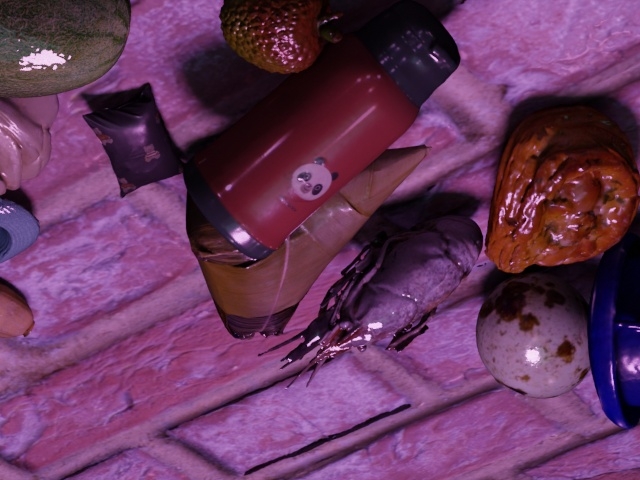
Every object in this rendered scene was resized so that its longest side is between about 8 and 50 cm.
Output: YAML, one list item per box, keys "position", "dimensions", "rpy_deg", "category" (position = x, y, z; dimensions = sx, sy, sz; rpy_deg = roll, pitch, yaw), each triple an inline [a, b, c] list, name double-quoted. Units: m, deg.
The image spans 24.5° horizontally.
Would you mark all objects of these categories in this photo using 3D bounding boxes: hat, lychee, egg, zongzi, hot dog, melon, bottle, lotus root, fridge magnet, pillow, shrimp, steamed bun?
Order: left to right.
- position: [-0.417, -0.116, 1.696]
  dimensions: [0.218, 0.144, 0.211]
  rpy_deg: [8, 140, -16]
  category: "steamed bun"
- position: [-0.459, -0.012, 1.886]
  dimensions: [0.191, 0.078, 0.138]
  rpy_deg: [-24, 150, -6]
  category: "hat"
- position: [-0.340, -0.238, 1.521]
  dimensions: [0.287, 0.182, 0.182]
  rpy_deg: [2, 141, -11]
  category: "melon"
- position: [-0.450, 0.093, 2.024]
  dimensions: [0.073, 0.062, 0.150]
  rpy_deg: [-27, 138, 26]
  category: "lotus root"
- position: [-0.223, -0.117, 1.793]
  dimensions: [0.090, 0.048, 0.150]
  rpy_deg: [-8, 139, 9]
  category: "pillow"
- position: [-0.041, -0.239, 1.605]
  dimensions: [0.146, 0.114, 0.114]
  rpy_deg: [5, 147, 24]
  category: "lychee"
- position: [0.000, 0.000, 1.893]
  dimensions: [0.317, 0.154, 0.289]
  rpy_deg: [-11, 149, 2]
  category: "zongzi"
- position: [0.011, -0.132, 1.668]
  dimensions: [0.336, 0.144, 0.144]
  rpy_deg: [-39, 133, 9]
  category: "bottle"
- position: [0.068, 0.073, 1.920]
  dimensions: [0.343, 0.145, 0.116]
  rpy_deg: [-36, 129, -14]
  category: "shrimp"
- position: [0.308, 0.140, 2.078]
  dimensions: [0.169, 0.169, 0.231]
  rpy_deg: [-16, 147, 14]
  category: "egg"
- position: [0.299, -0.045, 1.880]
  dimensions: [0.196, 0.122, 0.272]
  rpy_deg: [-10, 141, -14]
  category: "hot dog"
- position: [0.425, 0.122, 1.992]
  dimensions: [0.112, 0.265, 0.265]
  rpy_deg: [1, 146, 24]
  category: "fridge magnet"
